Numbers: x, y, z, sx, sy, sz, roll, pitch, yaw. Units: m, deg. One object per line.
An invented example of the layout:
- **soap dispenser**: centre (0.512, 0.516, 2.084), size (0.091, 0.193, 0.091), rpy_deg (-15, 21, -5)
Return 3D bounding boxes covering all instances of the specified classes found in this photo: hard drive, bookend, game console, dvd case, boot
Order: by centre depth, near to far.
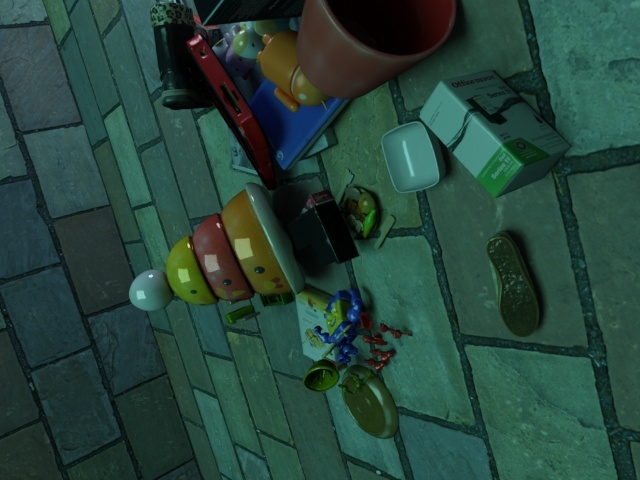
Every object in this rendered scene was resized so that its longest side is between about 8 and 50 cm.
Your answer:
- **hard drive**: centre (-0.057, -0.351, 1.413), size (0.210, 0.040, 0.319), rpy_deg (58, 136, 11)
- **bookend**: centre (0.000, 0.000, 1.451), size (0.156, 0.072, 0.157), rpy_deg (-31, 81, 52)
- **game console**: centre (-0.237, -0.351, 1.583), size (0.386, 0.060, 0.342), rpy_deg (58, 175, 17)
- **boot**: centre (-0.423, -0.544, 1.724), size (0.377, 0.138, 0.284), rpy_deg (-98, 2, -78)
- **dvd case**: centre (-0.242, -0.316, 1.782), size (0.165, 0.018, 0.221), rpy_deg (21, 124, 48)

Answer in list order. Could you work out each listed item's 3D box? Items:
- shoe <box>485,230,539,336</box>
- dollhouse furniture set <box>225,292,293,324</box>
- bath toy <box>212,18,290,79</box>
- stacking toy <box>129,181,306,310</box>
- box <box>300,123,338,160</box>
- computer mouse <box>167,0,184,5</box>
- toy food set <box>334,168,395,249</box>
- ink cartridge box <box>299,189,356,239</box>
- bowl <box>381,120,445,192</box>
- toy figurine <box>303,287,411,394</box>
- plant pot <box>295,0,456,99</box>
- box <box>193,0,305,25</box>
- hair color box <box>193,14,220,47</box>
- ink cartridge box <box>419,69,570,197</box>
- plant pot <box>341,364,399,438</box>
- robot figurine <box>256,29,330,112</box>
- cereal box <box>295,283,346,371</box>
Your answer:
- **shoe**: centre (0.378, 0.083, 1.109), size (0.077, 0.058, 0.219), rpy_deg (-12, 103, 25)
- **dollhouse furniture set**: centre (-0.253, 0.101, 1.860), size (0.151, 0.198, 0.301), rpy_deg (-19, 93, 58)
- **bath toy**: centre (-0.194, -0.516, 1.514), size (0.129, 0.151, 0.348), rpy_deg (53, 155, -17)
- **stacking toy**: centre (-0.312, 0.077, 1.621), size (0.350, 0.480, 0.350), rpy_deg (155, 90, -88)
- **box**: centre (-0.037, -0.316, 1.478), size (0.145, 0.038, 0.186), rpy_deg (-13, 95, 55)
- **computer mouse**: centre (-0.466, -0.763, 1.834), size (0.106, 0.042, 0.192), rpy_deg (-17, 87, 52)
- **toy food set**: centre (0.095, -0.073, 1.419), size (0.192, 0.039, 0.132), rpy_deg (50, 138, 27)
- **ink cartridge box**: centre (0.018, -0.042, 1.525), size (0.150, 0.063, 0.109), rpy_deg (55, 142, 21)
- **bowl**: centre (0.204, -0.179, 1.203), size (0.142, 0.053, 0.141), rpy_deg (-9, 100, 56)
- **toy figurine**: centre (0.076, 0.248, 1.574), size (0.362, 0.191, 0.217), rpy_deg (120, 152, -43)
- **plant pot**: centre (0.081, -0.409, 1.087), size (0.274, 0.275, 0.243), rpy_deg (66, 157, 4)
- **box**: centre (-0.137, -0.658, 1.187), size (0.179, 0.313, 0.343), rpy_deg (-16, 94, 57)
- **hair color box**: centre (-0.364, -0.641, 1.753), size (0.141, 0.043, 0.072), rpy_deg (39, 136, 36)
- **ink cartridge box**: centre (0.297, -0.190, 0.979), size (0.208, 0.153, 0.087), rpy_deg (53, 142, 21)
- **plant pot**: centre (0.135, 0.482, 1.675), size (0.236, 0.032, 0.236), rpy_deg (29, 129, 43)
- **robot figurine**: centre (-0.045, -0.385, 1.263), size (0.219, 0.158, 0.128), rpy_deg (43, 177, 25)
- **cereal box**: centre (-0.002, 0.268, 1.735), size (0.173, 0.047, 0.240), rpy_deg (18, 121, 49)
